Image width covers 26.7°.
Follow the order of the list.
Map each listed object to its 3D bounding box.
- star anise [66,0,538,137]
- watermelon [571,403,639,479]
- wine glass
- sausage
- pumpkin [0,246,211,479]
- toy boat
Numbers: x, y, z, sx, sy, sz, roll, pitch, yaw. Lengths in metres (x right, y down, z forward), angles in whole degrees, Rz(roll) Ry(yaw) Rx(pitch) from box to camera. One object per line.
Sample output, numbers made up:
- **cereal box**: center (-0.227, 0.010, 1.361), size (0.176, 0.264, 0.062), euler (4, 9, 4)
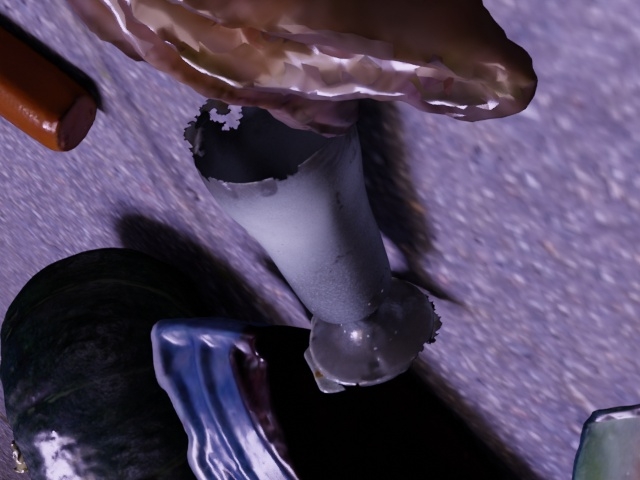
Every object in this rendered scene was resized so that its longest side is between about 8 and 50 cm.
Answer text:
- **star anise**: center (-0.077, -0.147, 0.388), size (0.349, 0.109, 0.292), euler (37, 160, 6)
- **watermelon**: center (0.162, 0.147, 0.362), size (0.148, 0.318, 0.226), euler (17, 120, -17)
- **wine glass**: center (0.000, 0.000, 0.595), size (0.072, 0.072, 0.155), euler (25, 155, 37)
- **sausage**: center (-0.185, -0.099, 0.757), size (0.131, 0.041, 0.039), euler (36, 164, 13)
- **pumpkin**: center (-0.128, 0.110, 0.873), size (0.211, 0.152, 0.212), euler (-21, -90, -76)
- **toy boat**: center (0.018, 0.152, 0.780), size (0.309, 0.129, 0.142), euler (45, 145, -13)
